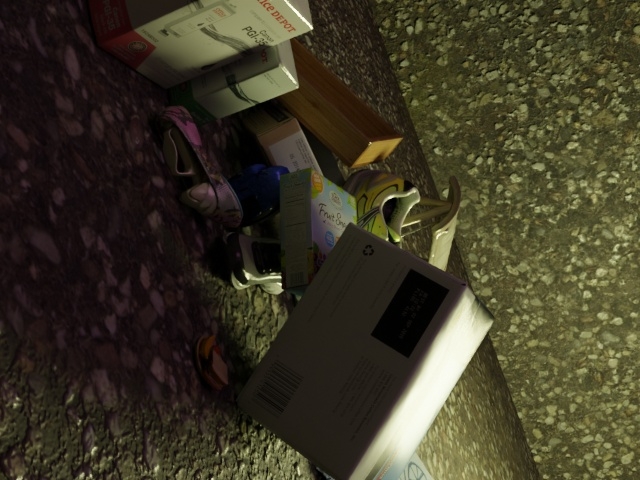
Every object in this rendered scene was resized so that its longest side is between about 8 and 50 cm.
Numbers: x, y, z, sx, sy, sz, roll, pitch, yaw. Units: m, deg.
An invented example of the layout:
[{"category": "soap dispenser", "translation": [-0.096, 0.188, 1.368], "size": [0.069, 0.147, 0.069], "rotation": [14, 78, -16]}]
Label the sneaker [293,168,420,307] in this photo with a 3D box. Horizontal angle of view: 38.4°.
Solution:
[{"category": "sneaker", "translation": [0.071, 0.019, 1.832], "size": [0.145, 0.147, 0.384], "rotation": [40, 65, -41]}]

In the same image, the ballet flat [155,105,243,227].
[{"category": "ballet flat", "translation": [-0.204, -0.108, 1.469], "size": [0.079, 0.077, 0.221], "rotation": [-39, 106, -52]}]

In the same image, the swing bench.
[{"category": "swing bench", "translation": [0.189, -0.003, 2.096], "size": [0.253, 0.255, 0.165], "rotation": [90, -4, -54]}]

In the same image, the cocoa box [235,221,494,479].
[{"category": "cocoa box", "translation": [0.081, 0.192, 1.475], "size": [0.231, 0.347, 0.228], "rotation": [30, -4, 28]}]

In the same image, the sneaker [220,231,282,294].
[{"category": "sneaker", "translation": [-0.091, 0.031, 1.596], "size": [0.271, 0.108, 0.100], "rotation": [16, 59, -68]}]

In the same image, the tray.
[{"category": "tray", "translation": [-0.034, -0.310, 1.827], "size": [0.411, 0.076, 0.203], "rotation": [44, 22, 11]}]

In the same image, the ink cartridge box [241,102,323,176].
[{"category": "ink cartridge box", "translation": [-0.057, -0.136, 1.789], "size": [0.234, 0.088, 0.193], "rotation": [65, -6, -22]}]

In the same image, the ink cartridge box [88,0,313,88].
[{"category": "ink cartridge box", "translation": [-0.181, -0.364, 1.419], "size": [0.207, 0.283, 0.117], "rotation": [28, 47, -65]}]

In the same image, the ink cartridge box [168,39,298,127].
[{"category": "ink cartridge box", "translation": [-0.154, -0.303, 1.565], "size": [0.087, 0.209, 0.153], "rotation": [38, 37, -61]}]

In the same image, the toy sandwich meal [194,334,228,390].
[{"category": "toy sandwich meal", "translation": [-0.158, 0.180, 1.368], "size": [0.085, 0.029, 0.085], "rotation": [-18, 90, -73]}]

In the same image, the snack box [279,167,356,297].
[{"category": "snack box", "translation": [0.000, 0.000, 1.596], "size": [0.174, 0.070, 0.207], "rotation": [27, 55, -58]}]

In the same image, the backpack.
[{"category": "backpack", "translation": [-0.104, -0.089, 1.645], "size": [0.101, 0.120, 0.098], "rotation": [60, 19, -6]}]

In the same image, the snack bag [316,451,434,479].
[{"category": "snack bag", "translation": [0.118, 0.470, 1.815], "size": [0.323, 0.037, 0.342], "rotation": [58, 25, -12]}]

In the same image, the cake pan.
[{"category": "cake pan", "translation": [-0.018, -0.207, 1.989], "size": [0.293, 0.054, 0.293], "rotation": [64, 1, -1]}]
